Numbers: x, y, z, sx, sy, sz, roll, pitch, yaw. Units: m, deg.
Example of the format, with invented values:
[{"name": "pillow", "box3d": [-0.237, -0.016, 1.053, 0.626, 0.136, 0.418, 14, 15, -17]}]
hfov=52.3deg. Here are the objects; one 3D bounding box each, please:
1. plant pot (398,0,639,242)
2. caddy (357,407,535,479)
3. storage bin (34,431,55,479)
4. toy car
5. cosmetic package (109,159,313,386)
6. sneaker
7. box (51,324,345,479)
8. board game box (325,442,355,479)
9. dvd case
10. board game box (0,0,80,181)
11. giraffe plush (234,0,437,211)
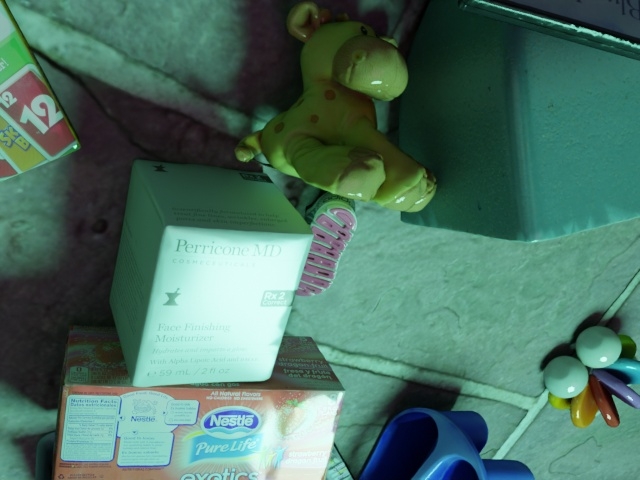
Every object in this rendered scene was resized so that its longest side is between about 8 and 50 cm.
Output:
[{"name": "plant pot", "box3d": [0.228, -0.154, 0.681, 0.247, 0.248, 0.252, -12, 100, -18]}, {"name": "caddy", "box3d": [0.170, 0.421, 1.021, 0.179, 0.241, 0.341, 6, 117, -36]}, {"name": "storage bin", "box3d": [-0.280, 0.300, 0.816, 0.135, 0.098, 0.091, -3, 131, -18]}, {"name": "toy car", "box3d": [0.492, 0.250, 1.130, 0.182, 0.136, 0.159, -45, 128, 6]}, {"name": "cosmetic package", "box3d": [-0.122, 0.032, 0.682, 0.151, 0.151, 0.184, 3, 119, -29]}, {"name": "sneaker", "box3d": [0.000, 0.000, 0.779, 0.063, 0.075, 0.170, 21, 134, -8]}, {"name": "box", "box3d": [-0.142, 0.197, 0.749, 0.300, 0.142, 0.154, 5, 107, -20]}, {"name": "board game box", "box3d": [-0.081, 0.332, 0.964, 0.208, 0.056, 0.347, -27, 128, -3]}, {"name": "dvd case", "box3d": [0.214, -0.290, 0.584, 0.180, 0.253, 0.022, 11, 160, -11]}, {"name": "board game box", "box3d": [-0.316, -0.166, 0.539, 0.124, 0.039, 0.259, -26, 125, -10]}, {"name": "giraffe plush", "box3d": [0.027, -0.137, 0.653, 0.181, 0.210, 0.170, -1, 109, -67]}]
